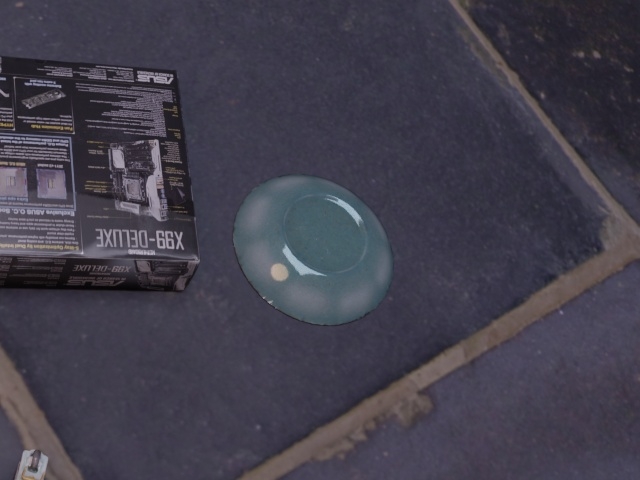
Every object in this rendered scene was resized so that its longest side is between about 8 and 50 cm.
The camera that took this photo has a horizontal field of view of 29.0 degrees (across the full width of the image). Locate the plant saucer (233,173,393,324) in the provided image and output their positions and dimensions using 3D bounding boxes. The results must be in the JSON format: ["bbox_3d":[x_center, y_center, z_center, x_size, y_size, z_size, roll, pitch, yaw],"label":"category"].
[{"bbox_3d":[0.000,0.000,1.385,0.195,0.037,0.195,11,58,-18],"label":"plant saucer"}]

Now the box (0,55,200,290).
[{"bbox_3d":[-0.288,-0.072,1.275,0.308,0.076,0.242,2,61,-23],"label":"box"}]

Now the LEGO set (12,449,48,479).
[{"bbox_3d":[-0.390,0.207,1.075,0.287,0.107,0.132,21,20,-6],"label":"LEGO set"}]
